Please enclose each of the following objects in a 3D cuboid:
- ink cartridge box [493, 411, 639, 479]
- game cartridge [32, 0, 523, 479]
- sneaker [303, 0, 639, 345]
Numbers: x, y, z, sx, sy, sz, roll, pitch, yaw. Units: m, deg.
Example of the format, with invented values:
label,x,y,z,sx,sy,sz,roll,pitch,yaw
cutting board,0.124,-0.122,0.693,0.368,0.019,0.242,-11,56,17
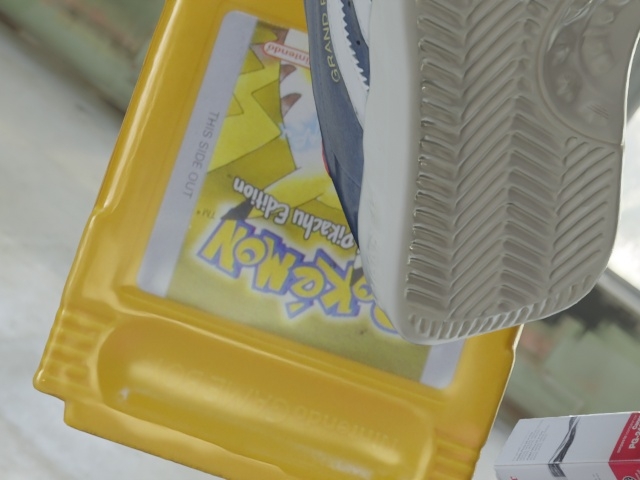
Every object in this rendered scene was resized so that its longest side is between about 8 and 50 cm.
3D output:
label,x,y,z,sx,sy,sz,roll,pitch,yaw
ink cartridge box,0.237,0.202,1.335,0.150,0.063,0.109,-9,-55,42
game cartridge,0.000,0.000,1.013,0.285,0.324,0.052,19,-5,-6
sneaker,0.053,-0.122,0.547,0.131,0.350,0.148,-8,49,-19
